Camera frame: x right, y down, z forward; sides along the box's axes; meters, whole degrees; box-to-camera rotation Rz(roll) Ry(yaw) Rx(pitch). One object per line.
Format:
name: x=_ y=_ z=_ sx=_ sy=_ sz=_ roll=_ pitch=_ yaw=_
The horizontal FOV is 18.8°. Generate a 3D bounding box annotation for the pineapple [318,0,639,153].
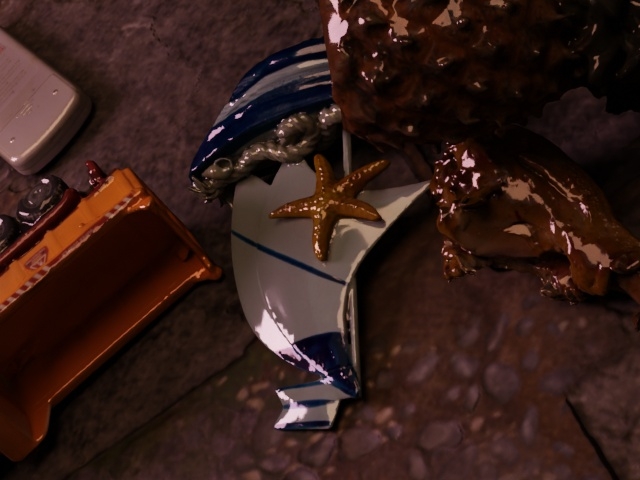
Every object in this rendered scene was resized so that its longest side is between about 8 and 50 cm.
pineapple: x=0.183 y=-0.134 z=1.188 sx=0.364 sy=0.165 sz=0.165 roll=-2 pitch=56 yaw=6

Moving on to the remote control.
remote control: x=-0.264 y=-0.123 z=1.632 sx=0.087 sy=0.029 sz=0.190 roll=-50 pitch=46 yaw=-4

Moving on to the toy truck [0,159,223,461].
toy truck: x=-0.215 y=0.062 z=1.417 sx=0.270 sy=0.114 sz=0.135 roll=-41 pitch=41 yaw=1

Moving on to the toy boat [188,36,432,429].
toy boat: x=0.000 y=0.000 z=1.361 sx=0.220 sy=0.067 sz=0.291 roll=-15 pitch=64 yaw=27

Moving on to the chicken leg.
chicken leg: x=0.144 y=-0.004 z=1.229 sx=0.101 sy=0.085 sz=0.207 roll=-26 pitch=45 yaw=-30
